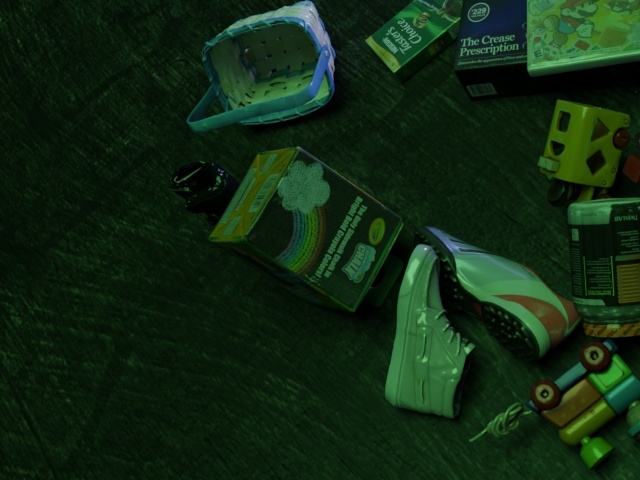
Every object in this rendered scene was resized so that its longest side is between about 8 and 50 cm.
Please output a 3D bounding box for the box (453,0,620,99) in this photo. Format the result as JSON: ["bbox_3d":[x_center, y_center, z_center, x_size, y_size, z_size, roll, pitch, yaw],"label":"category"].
[{"bbox_3d":[0.371,-0.351,1.773,0.261,0.103,0.184,-2,62,28],"label":"box"}]

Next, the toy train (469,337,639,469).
[{"bbox_3d":[0.351,0.264,1.478,0.248,0.105,0.143,-39,67,6],"label":"toy train"}]

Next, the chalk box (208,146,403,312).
[{"bbox_3d":[0.000,0.000,1.717,0.180,0.289,0.179,-60,22,-12],"label":"chalk box"}]

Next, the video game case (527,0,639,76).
[{"bbox_3d":[0.442,-0.367,1.665,0.227,0.026,0.206,-6,63,22],"label":"video game case"}]

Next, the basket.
[{"bbox_3d":[-0.093,-0.304,1.917,0.255,0.201,0.289,-9,30,25],"label":"basket"}]

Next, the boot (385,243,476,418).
[{"bbox_3d":[0.183,0.141,1.605,0.123,0.095,0.258,11,98,25],"label":"boot"}]

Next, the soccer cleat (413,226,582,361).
[{"bbox_3d":[0.267,0.065,1.630,0.116,0.108,0.318,-28,43,-20],"label":"soccer cleat"}]

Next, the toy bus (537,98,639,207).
[{"bbox_3d":[0.383,-0.115,1.583,0.191,0.104,0.202,129,141,-50],"label":"toy bus"}]

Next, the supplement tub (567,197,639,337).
[{"bbox_3d":[0.415,0.037,1.491,0.117,0.117,0.190,-2,95,28],"label":"supplement tub"}]

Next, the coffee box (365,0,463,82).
[{"bbox_3d":[0.184,-0.385,1.926,0.184,0.040,0.113,-38,54,6],"label":"coffee box"}]

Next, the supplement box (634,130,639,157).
[{"bbox_3d":[0.524,-0.066,1.540,0.081,0.104,0.188,-13,60,21],"label":"supplement box"}]

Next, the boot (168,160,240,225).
[{"bbox_3d":[-0.126,-0.047,1.821,0.246,0.207,0.094,17,74,33],"label":"boot"}]
